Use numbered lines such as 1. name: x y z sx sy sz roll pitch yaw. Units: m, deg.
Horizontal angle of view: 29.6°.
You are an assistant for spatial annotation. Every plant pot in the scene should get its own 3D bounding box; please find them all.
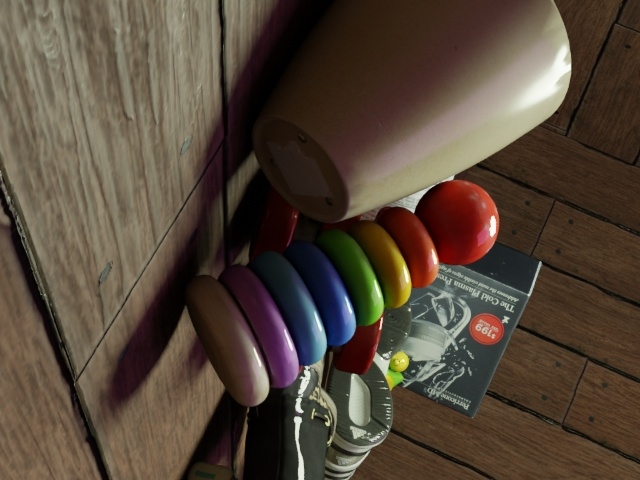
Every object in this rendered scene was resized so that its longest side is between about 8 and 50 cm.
1. plant pot: 0.069 -0.145 1.227 0.274 0.256 0.256 -42 161 -28

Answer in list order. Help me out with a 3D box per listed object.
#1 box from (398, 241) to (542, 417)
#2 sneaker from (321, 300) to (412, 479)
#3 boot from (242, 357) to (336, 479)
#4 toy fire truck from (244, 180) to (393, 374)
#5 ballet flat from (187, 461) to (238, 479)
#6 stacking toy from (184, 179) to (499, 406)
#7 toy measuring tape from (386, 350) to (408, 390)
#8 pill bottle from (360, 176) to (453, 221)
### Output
1. box: 0.228 0.137 2.483 0.179 0.343 0.312 -52 163 -61
2. sneaker: 0.036 0.266 2.268 0.447 0.169 0.257 -76 -169 -49
3. boot: -0.046 0.341 1.774 0.377 0.138 0.284 92 0 -59
4. toy fire truck: 0.000 0.000 1.439 0.254 0.169 0.302 -85 -169 -52
5. ballet flat: -0.160 0.401 1.730 0.086 0.086 0.248 -57 159 -45
6. stacking toy: 0.036 0.038 1.235 0.330 0.141 0.141 -25 158 -15
7. toy measuring tape: 0.034 0.319 2.404 0.330 0.121 0.121 -36 171 2
8. pill bottle: 0.106 -0.097 1.733 0.283 0.160 0.160 -69 171 20
